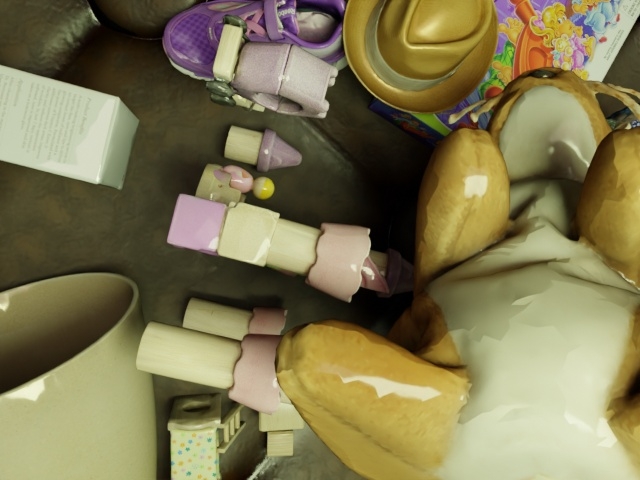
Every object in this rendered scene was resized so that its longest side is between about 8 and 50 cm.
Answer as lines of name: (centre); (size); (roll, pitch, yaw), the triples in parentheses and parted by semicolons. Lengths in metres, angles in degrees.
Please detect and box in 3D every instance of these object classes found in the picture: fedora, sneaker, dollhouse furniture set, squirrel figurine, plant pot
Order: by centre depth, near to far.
squirrel figurine: (0.198, 0.057, 0.476); (0.280, 0.371, 0.397); (-9, 130, 25)
plant pot: (-0.275, 0.211, 0.559); (0.256, 0.256, 0.274); (-16, 112, -9)
fedora: (0.122, -0.236, 0.585); (0.194, 0.079, 0.195); (0, 91, -12)
sneaker: (-0.065, -0.245, 0.624); (0.236, 0.104, 0.095); (-6, 95, -8)
dollhouse furniture set: (-0.096, 0.287, 0.646); (0.160, 0.101, 0.182); (-1, 93, -10)

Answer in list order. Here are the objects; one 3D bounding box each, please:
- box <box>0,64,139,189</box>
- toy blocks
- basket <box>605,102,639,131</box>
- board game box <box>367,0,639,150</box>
box: (-0.298, -0.121, 0.576); (0.170, 0.130, 0.091); (14, 90, -11)
toy blocks: (0.000, 0.000, 0.557); (0.259, 0.288, 0.309); (14, 88, -4)
basket: (0.432, -0.075, 0.644); (0.288, 0.255, 0.201); (-21, 101, 2)
board game box: (0.250, -0.261, 0.690); (0.233, 0.078, 0.347); (30, 88, -10)
